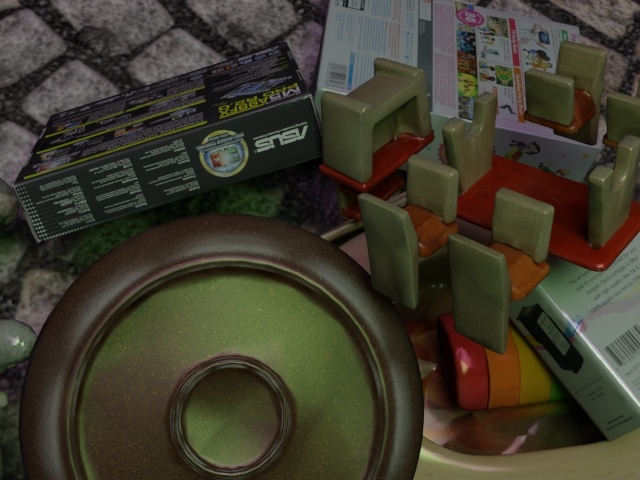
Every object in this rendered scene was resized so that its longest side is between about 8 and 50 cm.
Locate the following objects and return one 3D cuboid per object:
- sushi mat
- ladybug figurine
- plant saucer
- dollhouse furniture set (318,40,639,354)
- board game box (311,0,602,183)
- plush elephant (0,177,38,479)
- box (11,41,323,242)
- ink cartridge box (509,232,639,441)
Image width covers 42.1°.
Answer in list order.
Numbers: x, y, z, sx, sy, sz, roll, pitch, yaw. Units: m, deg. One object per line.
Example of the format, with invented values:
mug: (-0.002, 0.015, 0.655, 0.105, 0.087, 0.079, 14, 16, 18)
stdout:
sushi mat: (0.000, 0.000, 0.829, 0.316, 0.151, 0.019, -25, 91, -20)
ladybug figurine: (0.174, 0.121, 0.787, 0.449, 0.162, 0.305, -1, 64, -9)
plant saucer: (-0.067, 0.130, 0.618, 0.310, 0.050, 0.311, 1, 83, -9)
dollhouse furniture set: (0.127, -0.046, 0.667, 0.259, 0.135, 0.262, 26, 51, 36)
board game box: (0.145, -0.175, 0.943, 0.303, 0.097, 0.224, 11, 49, -3)
plush elephant: (-0.337, 0.111, 0.661, 0.255, 0.272, 0.330, 28, 91, 20)
box: (-0.141, -0.105, 0.805, 0.270, 0.060, 0.216, -18, 27, -1)
ink cartridge box: (0.241, 0.055, 0.696, 0.127, 0.072, 0.175, -30, 72, -21)
